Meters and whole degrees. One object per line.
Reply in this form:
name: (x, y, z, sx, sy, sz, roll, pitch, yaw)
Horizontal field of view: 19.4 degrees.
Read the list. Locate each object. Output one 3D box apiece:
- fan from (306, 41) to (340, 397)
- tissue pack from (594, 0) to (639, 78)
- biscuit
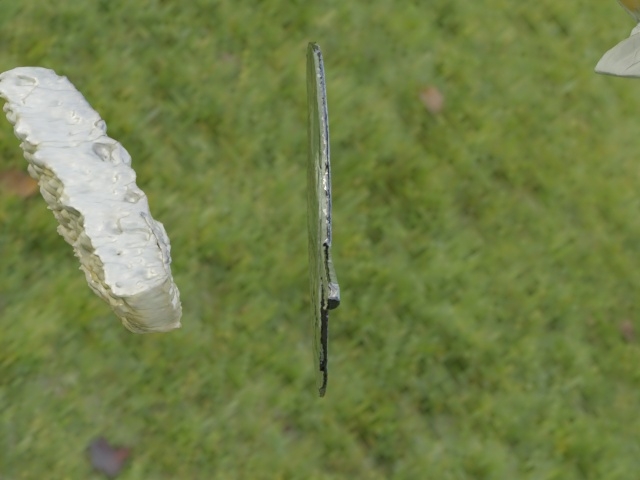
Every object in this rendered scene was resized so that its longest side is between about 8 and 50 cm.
fan: (-0.001, 0.019, 1.158, 0.012, 0.223, 0.294, 0, 40, -3)
tissue pack: (0.243, -0.156, 1.068, 0.159, 0.229, 0.145, 46, 75, -15)
biscuit: (-0.196, -0.024, 1.683, 0.281, 0.084, 0.179, 57, -12, 29)
